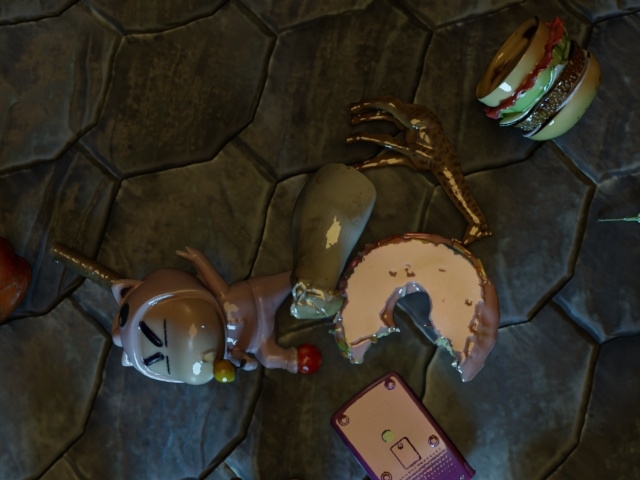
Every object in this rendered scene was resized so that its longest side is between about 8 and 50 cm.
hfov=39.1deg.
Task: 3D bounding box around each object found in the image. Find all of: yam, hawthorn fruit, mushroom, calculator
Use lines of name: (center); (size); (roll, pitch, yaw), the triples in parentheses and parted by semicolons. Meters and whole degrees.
yam: (-0.328, 0.047, 1.311); (0.145, 0.032, 0.032); (28, 85, 4)
hawthorn fruit: (-0.473, 0.053, 1.277); (0.128, 0.128, 0.128); (0, 83, 2)
mushroom: (0.000, 0.000, 1.246); (0.116, 0.093, 0.225); (0, 53, 36)
calculator: (0.112, 0.290, 1.265); (0.127, 0.034, 0.190); (-38, 82, -1)

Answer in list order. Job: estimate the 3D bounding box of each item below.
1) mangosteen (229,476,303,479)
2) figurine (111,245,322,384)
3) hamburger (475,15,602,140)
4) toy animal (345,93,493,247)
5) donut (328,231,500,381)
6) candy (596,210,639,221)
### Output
mangosteen: (-0.059, 0.406, 1.214); (0.181, 0.156, 0.145); (17, 112, 32)
figurine: (-0.140, 0.110, 1.232); (0.287, 0.186, 0.176); (2, 109, -14)
hamburger: (0.311, -0.219, 1.257); (0.137, 0.175, 0.175); (32, 85, -8)
toy animal: (0.149, -0.109, 1.302); (0.275, 0.054, 0.149); (31, 88, 5)
donut: (0.133, 0.087, 1.261); (0.233, 0.085, 0.199); (10, 84, 4)
candy: (0.440, -0.033, 1.298); (0.083, 0.025, 0.023); (-1, 40, 10)
